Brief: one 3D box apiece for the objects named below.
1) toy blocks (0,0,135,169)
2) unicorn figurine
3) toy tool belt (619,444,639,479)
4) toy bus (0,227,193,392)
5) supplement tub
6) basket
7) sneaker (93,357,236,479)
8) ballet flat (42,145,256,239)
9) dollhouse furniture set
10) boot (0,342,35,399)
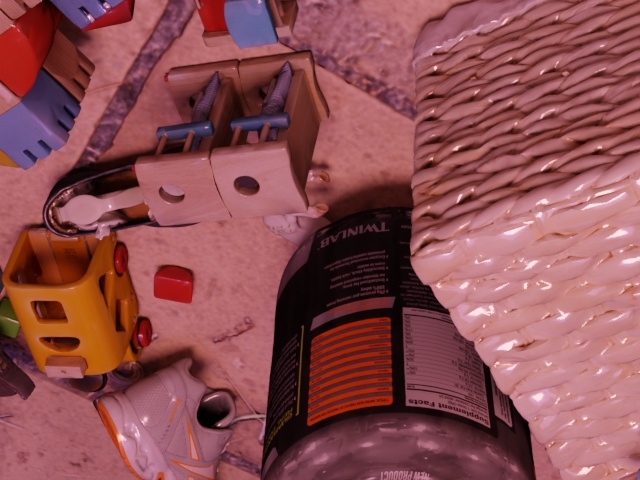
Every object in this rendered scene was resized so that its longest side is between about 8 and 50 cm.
[{"bbox_3d":[-0.288,-0.155,1.017,0.381,0.191,0.261,-28,123,30],"label":"toy blocks"},{"bbox_3d":[0.000,0.000,1.202,0.162,0.060,0.111,47,135,-11],"label":"unicorn figurine"},{"bbox_3d":[0.244,0.153,0.937,0.051,0.052,0.083,13,134,-12],"label":"toy tool belt"},{"bbox_3d":[-0.229,0.083,1.282,0.202,0.104,0.191,33,130,-17],"label":"toy bus"},{"bbox_3d":[0.059,0.146,1.057,0.207,0.338,0.207,1,128,2],"label":"supplement tub"},{"bbox_3d":[0.266,-0.020,0.989,0.331,0.266,0.328,-19,126,27],"label":"basket"},{"bbox_3d":[-0.128,0.217,1.393,0.121,0.099,0.262,-32,144,-7],"label":"sneaker"},{"bbox_3d":[-0.154,-0.038,1.175,0.203,0.074,0.074,-10,129,20],"label":"ballet flat"},{"bbox_3d":[-0.085,-0.126,1.050,0.129,0.129,0.184,-6,131,16],"label":"dollhouse furniture set"},{"bbox_3d":[-0.413,0.061,1.301,0.263,0.091,0.229,22,152,21],"label":"boot"}]
